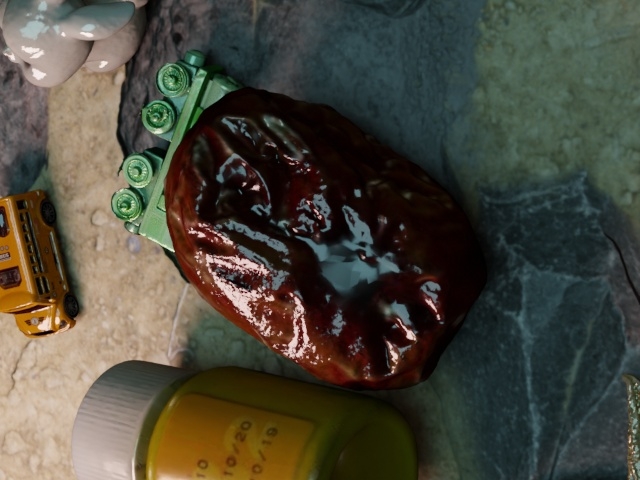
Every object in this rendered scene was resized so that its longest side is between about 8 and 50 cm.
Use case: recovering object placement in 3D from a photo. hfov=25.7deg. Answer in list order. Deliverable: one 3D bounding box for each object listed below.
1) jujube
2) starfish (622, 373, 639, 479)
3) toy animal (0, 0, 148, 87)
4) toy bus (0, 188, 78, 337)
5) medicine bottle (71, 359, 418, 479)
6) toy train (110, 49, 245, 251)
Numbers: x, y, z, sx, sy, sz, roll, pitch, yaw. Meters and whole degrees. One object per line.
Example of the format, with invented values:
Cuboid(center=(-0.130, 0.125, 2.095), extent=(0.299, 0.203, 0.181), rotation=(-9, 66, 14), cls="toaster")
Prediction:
Cuboid(center=(-0.002, 0.001, 1.583), extent=(0.377, 0.276, 0.276), rotation=(36, 110, 15), cls="jujube")
Cuboid(center=(0.344, 0.304, 1.580), extent=(0.231, 0.048, 0.295), rotation=(-18, 88, 25), cls="starfish")
Cuboid(center=(-0.295, -0.274, 1.724), extent=(0.179, 0.193, 0.127), rotation=(-29, 85, 16), cls="toy animal")
Cuboid(center=(-0.392, 0.035, 1.857), extent=(0.083, 0.088, 0.194), rotation=(-14, 91, 24), cls="toy bus")
Cuboid(center=(-0.097, 0.263, 1.658), extent=(0.385, 0.224, 0.224), rotation=(9, 100, 35), cls="medicine bottle")
Cuboid(center=(-0.173, -0.109, 1.747), extent=(0.119, 0.085, 0.251), rotation=(28, 109, 13), cls="toy train")
